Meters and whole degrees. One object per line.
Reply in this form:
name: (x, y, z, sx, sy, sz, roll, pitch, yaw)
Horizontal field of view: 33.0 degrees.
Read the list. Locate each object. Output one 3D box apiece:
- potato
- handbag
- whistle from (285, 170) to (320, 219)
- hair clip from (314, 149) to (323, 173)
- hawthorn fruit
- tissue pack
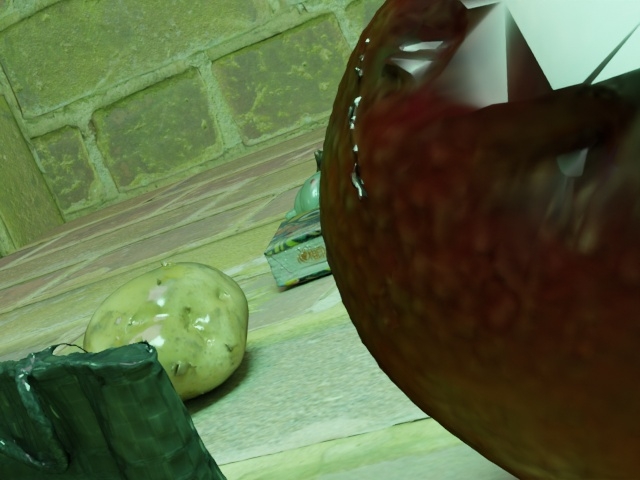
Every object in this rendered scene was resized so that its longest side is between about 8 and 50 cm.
potato: (-0.139, 0.079, 1.015, 0.161, 0.128, 0.235, -15, 7, 18)
handbag: (-0.133, 0.135, 0.576, 0.270, 0.175, 0.089, -15, 15, 46)
whistle: (0.042, -0.060, 1.439, 0.110, 0.092, 0.244, -25, 8, -36)
hair clip: (0.100, -0.091, 1.589, 0.110, 0.095, 0.359, 14, -6, -39)
hawthorn fruit: (0.160, -0.017, 0.462, 0.295, 0.295, 0.311, -14, -25, 39)
tissue pack: (0.000, 0.000, 1.311, 0.109, 0.060, 0.148, -21, 12, 12)
